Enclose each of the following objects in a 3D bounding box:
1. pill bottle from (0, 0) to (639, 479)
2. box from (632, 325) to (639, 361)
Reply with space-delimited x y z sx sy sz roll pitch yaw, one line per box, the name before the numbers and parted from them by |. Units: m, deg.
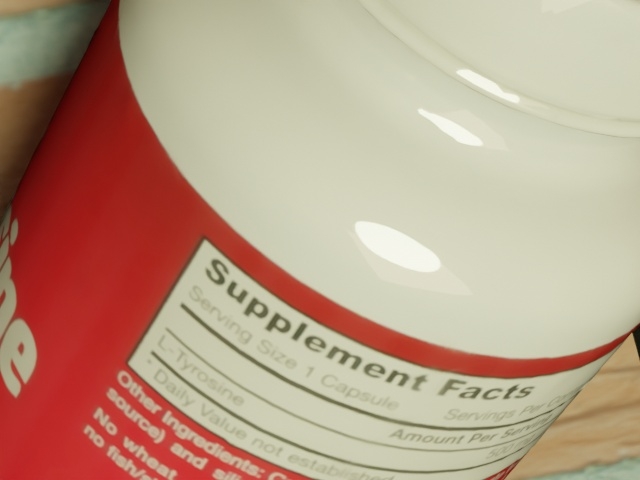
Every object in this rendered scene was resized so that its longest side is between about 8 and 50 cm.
pill bottle | 0.000 0.000 0.766 0.229 0.229 0.407 14 133 -22
box | 0.203 -0.018 0.810 0.045 0.184 0.191 25 129 -34
